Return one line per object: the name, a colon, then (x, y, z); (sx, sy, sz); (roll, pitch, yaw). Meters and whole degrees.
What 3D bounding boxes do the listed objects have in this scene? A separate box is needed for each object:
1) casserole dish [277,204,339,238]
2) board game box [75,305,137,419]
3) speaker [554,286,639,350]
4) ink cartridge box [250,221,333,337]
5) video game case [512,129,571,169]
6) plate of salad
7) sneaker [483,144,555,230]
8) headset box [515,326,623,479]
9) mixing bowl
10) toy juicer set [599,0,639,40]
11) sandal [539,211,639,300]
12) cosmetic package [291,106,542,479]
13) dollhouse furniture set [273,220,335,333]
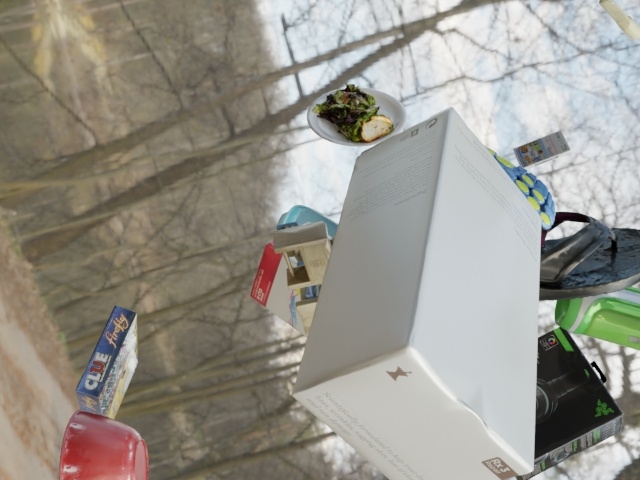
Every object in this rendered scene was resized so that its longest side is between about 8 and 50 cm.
casserole dish: (0.000, 0.000, 1.772); (0.037, 0.188, 0.114); (-33, 150, -63)
board game box: (-0.375, 0.240, 1.549); (0.243, 0.042, 0.165); (110, -1, -59)
speaker: (0.648, 0.164, 1.808); (0.131, 0.297, 0.131); (15, 90, -89)
ink cartridge box: (-0.007, 0.078, 1.530); (0.176, 0.128, 0.127); (35, -55, 21)
video game case: (0.530, -0.215, 2.084); (0.087, 0.122, 0.011); (-96, 161, -49)
plate of salad: (0.072, -0.254, 1.722); (0.048, 0.200, 0.199); (88, -16, -44)
sneaker: (0.280, -0.077, 1.340); (0.188, 0.067, 0.078); (38, -46, 18)
headset box: (0.506, 0.363, 1.956); (0.246, 0.283, 0.131); (64, 1, 33)
mixing bowl: (-0.317, 0.345, 1.310); (0.181, 0.098, 0.181); (-3, 90, -88)
toy juicer set: (0.718, -0.481, 1.727); (0.209, 0.329, 0.089); (38, 48, -70)
sandal: (0.376, 0.024, 1.503); (0.167, 0.446, 0.107); (-104, -172, -56)
cosmetic package: (0.126, 0.059, 0.964); (0.217, 0.156, 0.385); (47, 39, -24)
dollhouse furniture set: (0.016, 0.020, 1.260); (0.129, 0.129, 0.183); (-96, 172, -47)
